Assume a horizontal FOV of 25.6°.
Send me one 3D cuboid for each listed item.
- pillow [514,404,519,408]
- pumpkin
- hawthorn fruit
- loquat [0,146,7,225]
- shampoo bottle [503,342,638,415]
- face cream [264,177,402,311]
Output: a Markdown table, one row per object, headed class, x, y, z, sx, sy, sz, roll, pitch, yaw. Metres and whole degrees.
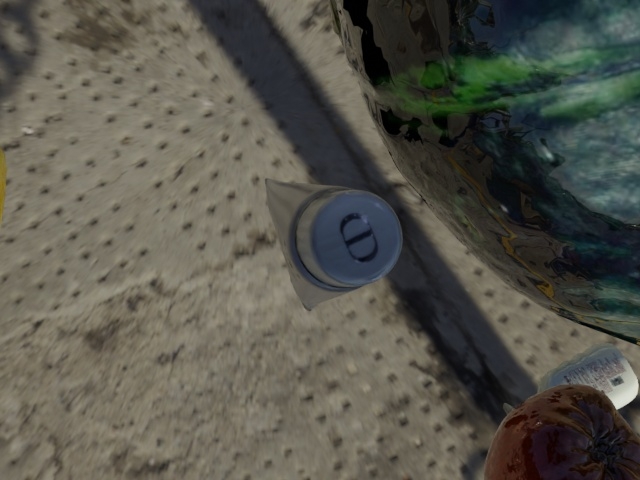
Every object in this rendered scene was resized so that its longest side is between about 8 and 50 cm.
| class | x | y | z | sx | sy | sz | roll | pitch | yaw |
| --- | --- | --- | --- | --- | --- | --- | --- | --- | --- |
| pillow | 0.203 | 0.307 | 1.386 | 0.052 | 0.212 | 0.208 | -4 | 133 | 8 |
| pumpkin | 0.111 | -0.106 | 0.495 | 0.239 | 0.315 | 0.315 | -17 | 96 | 19 |
| hawthorn fruit | 0.174 | 0.169 | 1.045 | 0.125 | 0.140 | 0.125 | -5 | 97 | -45 |
| loquat | -0.296 | 0.009 | 0.787 | 0.213 | 0.213 | 0.246 | 38 | 66 | -6 |
| shampoo bottle | 0.276 | 0.171 | 1.568 | 0.152 | 0.045 | 0.077 | -21 | 66 | -23 |
| face cream | 0.000 | 0.000 | 1.299 | 0.089 | 0.314 | 0.143 | -20 | 93 | -10 |
